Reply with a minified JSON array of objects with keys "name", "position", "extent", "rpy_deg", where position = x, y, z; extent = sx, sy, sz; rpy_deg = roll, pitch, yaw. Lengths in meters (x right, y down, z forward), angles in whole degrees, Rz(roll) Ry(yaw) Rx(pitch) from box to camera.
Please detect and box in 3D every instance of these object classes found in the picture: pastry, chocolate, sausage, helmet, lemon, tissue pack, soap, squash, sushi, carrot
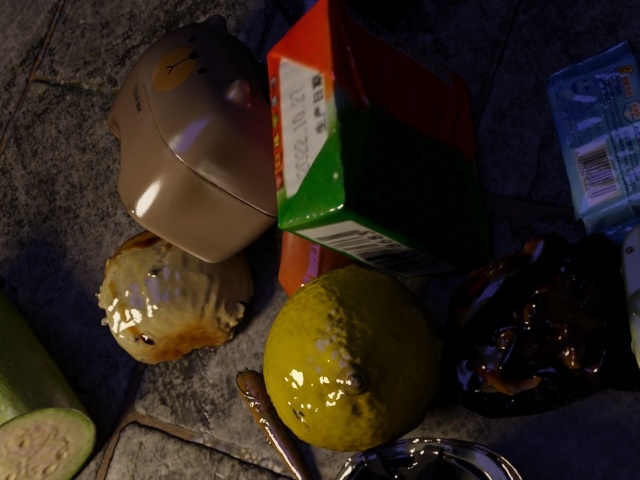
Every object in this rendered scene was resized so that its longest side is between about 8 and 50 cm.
[{"name":"pastry","position":[-0.255,0.066,2.010],"extent":[0.256,0.170,0.236],"rpy_deg":[-18,66,17]},{"name":"chocolate","position":[0.086,-0.133,1.798],"extent":[0.161,0.360,0.341],"rpy_deg":[-23,61,35]},{"name":"sausage","position":[0.001,-0.001,1.914],"extent":[0.133,0.133,0.258],"rpy_deg":[-8,66,27]},{"name":"helmet","position":[0.168,0.387,1.641],"extent":[0.305,0.177,0.225],"rpy_deg":[-1,77,22]},{"name":"lemon","position":[0.046,0.169,1.709],"extent":[0.268,0.322,0.268],"rpy_deg":[0,80,1]},{"name":"tissue pack","position":[-0.178,-0.177,1.957],"extent":[0.277,0.267,0.387],"rpy_deg":[-44,33,18]},{"name":"soap","position":[0.428,-0.136,1.758],"extent":[0.156,0.077,0.293],"rpy_deg":[-18,64,21]},{"name":"squash","position":[-0.589,0.252,2.069],"extent":[0.263,0.263,0.384],"rpy_deg":[-47,55,6]},{"name":"sushi","position":[0.293,0.109,1.657],"extent":[0.227,0.212,0.215],"rpy_deg":[-14,65,25]},{"name":"carrot","position":[-0.065,0.304,1.886],"extent":[0.049,0.049,0.254],"rpy_deg":[-39,61,11]}]

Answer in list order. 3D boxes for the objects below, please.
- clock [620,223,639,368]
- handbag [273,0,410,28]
[{"name":"clock","position":[0.562,0.070,1.586],"extent":[0.308,0.096,0.235],"rpy_deg":[-12,68,22]},{"name":"handbag","position":[0.024,-0.503,2.068],"extent":[0.275,0.178,0.302],"rpy_deg":[-37,58,13]}]
